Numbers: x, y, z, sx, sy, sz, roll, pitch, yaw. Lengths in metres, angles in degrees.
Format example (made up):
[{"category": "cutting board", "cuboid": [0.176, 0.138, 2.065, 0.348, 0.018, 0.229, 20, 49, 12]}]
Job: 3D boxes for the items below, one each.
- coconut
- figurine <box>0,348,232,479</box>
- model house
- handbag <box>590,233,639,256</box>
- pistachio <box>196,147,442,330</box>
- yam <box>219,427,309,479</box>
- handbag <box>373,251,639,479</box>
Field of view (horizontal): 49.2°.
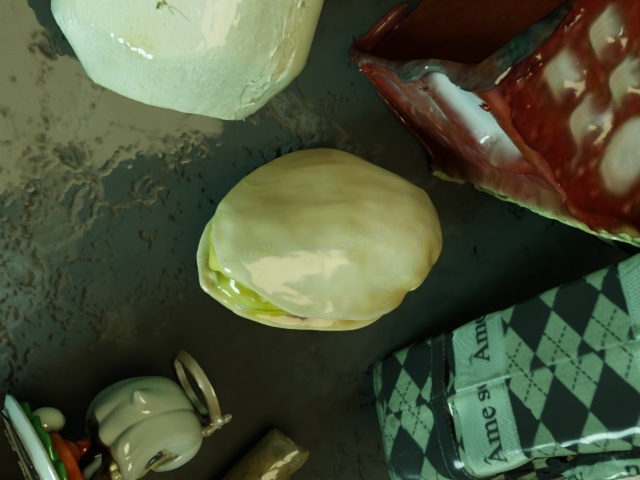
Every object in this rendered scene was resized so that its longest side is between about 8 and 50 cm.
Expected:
[{"category": "coconut", "cuboid": [-0.073, -0.166, 0.426, 0.161, 0.161, 0.162, 7, 113, -30]}, {"category": "figurine", "cuboid": [-0.151, 0.144, 0.542, 0.153, 0.132, 0.132, -25, 119, -31]}, {"category": "model house", "cuboid": [0.181, -0.102, 0.566, 0.160, 0.196, 0.254, -50, 124, -5]}, {"category": "handbag", "cuboid": [0.374, -0.088, 0.678, 0.181, 0.181, 0.254, 32, 92, -34]}, {"category": "pistachio", "cuboid": [0.000, 0.000, 0.563, 0.200, 0.117, 0.145, -4, 72, -19]}, {"category": "yam", "cuboid": [-0.106, 0.270, 0.638, 0.241, 0.057, 0.057, -45, 122, -8]}, {"category": "handbag", "cuboid": [0.301, 0.133, 0.622, 0.316, 0.416, 0.180, 22, 53, -37]}]
